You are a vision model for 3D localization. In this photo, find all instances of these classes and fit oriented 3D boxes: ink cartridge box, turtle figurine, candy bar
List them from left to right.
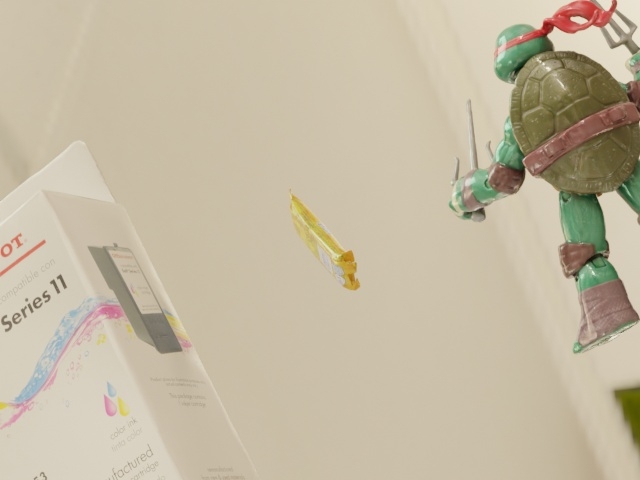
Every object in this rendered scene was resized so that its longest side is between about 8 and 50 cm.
[{"bbox_3d":[-0.221,0.103,1.560,0.119,0.207,0.353,11,-134,-60],"label":"ink cartridge box"},{"bbox_3d":[0.000,0.000,1.691,0.161,0.018,0.040,-132,26,-61],"label":"candy bar"},{"bbox_3d":[0.160,-0.057,1.225,0.234,0.175,0.118,63,-173,11],"label":"turtle figurine"}]
